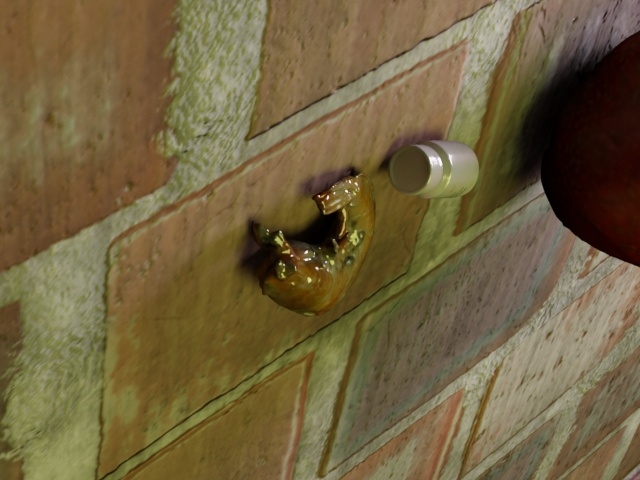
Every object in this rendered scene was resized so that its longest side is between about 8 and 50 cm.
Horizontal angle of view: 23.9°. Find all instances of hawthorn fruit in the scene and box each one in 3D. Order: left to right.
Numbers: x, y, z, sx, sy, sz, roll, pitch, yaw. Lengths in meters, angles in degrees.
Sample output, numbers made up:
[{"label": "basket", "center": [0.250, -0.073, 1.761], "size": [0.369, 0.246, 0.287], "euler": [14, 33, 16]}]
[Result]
[{"label": "hawthorn fruit", "center": [0.382, -0.072, 1.502], "size": [0.265, 0.307, 0.265], "euler": [-40, 161, -17]}]

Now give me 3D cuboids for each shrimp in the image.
[{"label": "shrimp", "center": [-0.004, 0.000, 1.279], "size": [0.187, 0.051, 0.132], "euler": [9, 100, -68]}]

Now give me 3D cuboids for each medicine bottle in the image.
[{"label": "medicine bottle", "center": [0.100, -0.063, 1.341], "size": [0.089, 0.052, 0.052], "euler": [-5, 131, -57]}]
